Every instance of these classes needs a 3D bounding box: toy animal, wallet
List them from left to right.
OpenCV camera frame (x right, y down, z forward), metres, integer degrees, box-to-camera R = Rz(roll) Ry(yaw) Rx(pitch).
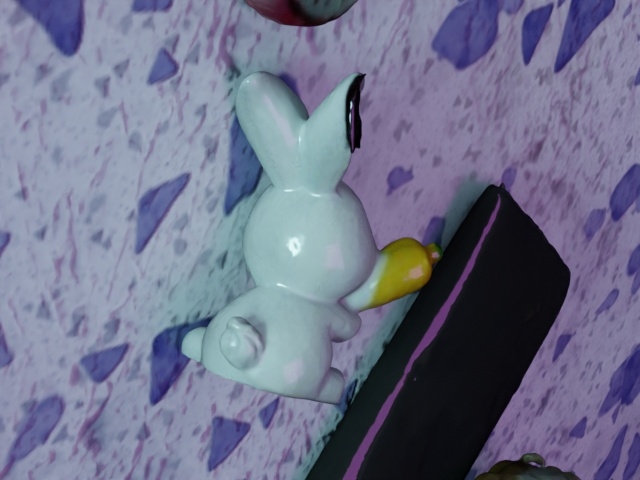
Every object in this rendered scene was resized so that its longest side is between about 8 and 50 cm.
[{"bbox_3d":[0.000,0.000,0.780,0.127,0.131,0.182,35,72,-80],"label":"toy animal"},{"bbox_3d":[0.079,0.143,1.054,0.377,0.051,0.197,-59,146,-6],"label":"wallet"}]

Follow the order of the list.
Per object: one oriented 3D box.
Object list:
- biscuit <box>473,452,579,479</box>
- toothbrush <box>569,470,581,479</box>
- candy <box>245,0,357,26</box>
[{"bbox_3d":[0.124,0.350,1.167,0.366,0.115,0.268,-62,162,8],"label":"biscuit"},{"bbox_3d":[0.225,0.257,1.381,0.167,0.014,0.011,-5,125,-54],"label":"toothbrush"},{"bbox_3d":[-0.005,-0.164,0.721,0.103,0.043,0.103,-34,137,-38],"label":"candy"}]
